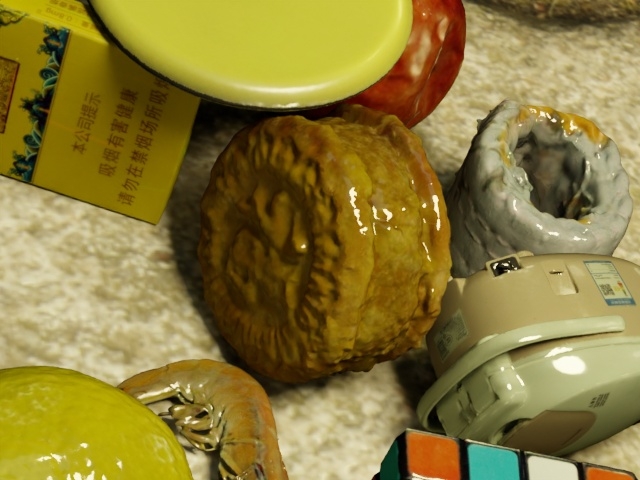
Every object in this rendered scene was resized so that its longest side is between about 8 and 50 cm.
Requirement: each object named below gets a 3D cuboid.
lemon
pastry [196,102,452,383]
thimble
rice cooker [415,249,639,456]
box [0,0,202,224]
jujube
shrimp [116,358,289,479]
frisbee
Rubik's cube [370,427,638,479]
[{"bbox_3d":[-0.173,0.161,0.918,0.248,0.184,0.184,-20,58,-38],"label":"lemon"},{"bbox_3d":[0.000,0.000,1.148,0.103,0.188,0.188,-5,50,-38],"label":"pastry"},{"bbox_3d":[0.160,-0.019,1.282,0.127,0.118,0.151,17,45,-7],"label":"thimble"},{"bbox_3d":[0.162,0.080,1.163,0.206,0.145,0.127,3,55,-31],"label":"rice cooker"},{"bbox_3d":[-0.224,-0.115,1.185,0.279,0.153,0.041,18,44,-6],"label":"box"},{"bbox_3d":[-0.012,-0.182,1.334,0.255,0.190,0.190,21,40,25],"label":"jujube"},{"bbox_3d":[-0.080,0.142,1.085,0.124,0.034,0.178,0,47,-19],"label":"shrimp"},{"bbox_3d":[-0.049,-0.180,1.179,0.236,0.017,0.236,7,49,-9],"label":"frisbee"},{"bbox_3d":[0.096,0.225,0.991,0.155,0.154,0.151,11,46,-12],"label":"Rubik's cube"}]
